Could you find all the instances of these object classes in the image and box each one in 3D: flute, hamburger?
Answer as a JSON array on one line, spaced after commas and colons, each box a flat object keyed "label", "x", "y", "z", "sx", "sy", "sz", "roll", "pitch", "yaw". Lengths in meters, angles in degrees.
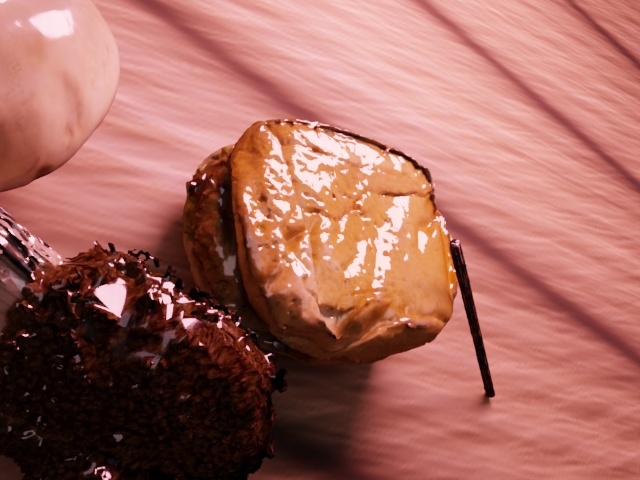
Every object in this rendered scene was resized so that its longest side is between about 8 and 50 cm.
[{"label": "flute", "x": 0.170, "y": 0.096, "z": 0.630, "sx": 0.014, "sy": 0.014, "sz": 0.269, "roll": -58, "pitch": 140, "yaw": -35}, {"label": "hamburger", "x": 0.001, "y": -0.001, "z": 0.586, "sx": 0.283, "sy": 0.144, "sz": 0.260, "roll": 20, "pitch": 60, "yaw": -34}]

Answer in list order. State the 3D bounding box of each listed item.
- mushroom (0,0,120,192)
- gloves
[{"label": "mushroom", "x": -0.283, "y": -0.204, "z": 0.387, "sx": 0.314, "sy": 0.336, "sz": 0.314, "roll": 21, "pitch": 47, "yaw": -24}, {"label": "gloves", "x": -0.167, "y": 0.105, "z": 0.423, "sx": 0.312, "sy": 0.135, "sz": 0.210, "roll": 24, "pitch": 90, "yaw": -14}]
